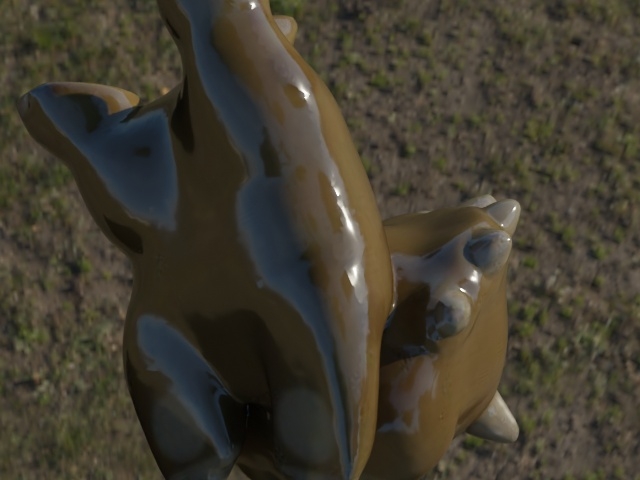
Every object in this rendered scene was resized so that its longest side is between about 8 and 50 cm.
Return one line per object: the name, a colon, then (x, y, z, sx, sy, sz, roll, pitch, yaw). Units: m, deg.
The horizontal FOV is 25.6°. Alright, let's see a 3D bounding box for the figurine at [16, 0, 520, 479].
figurine: (-0.001, 0.005, 0.648, 0.173, 0.177, 0.247, -18, 77, -51)
